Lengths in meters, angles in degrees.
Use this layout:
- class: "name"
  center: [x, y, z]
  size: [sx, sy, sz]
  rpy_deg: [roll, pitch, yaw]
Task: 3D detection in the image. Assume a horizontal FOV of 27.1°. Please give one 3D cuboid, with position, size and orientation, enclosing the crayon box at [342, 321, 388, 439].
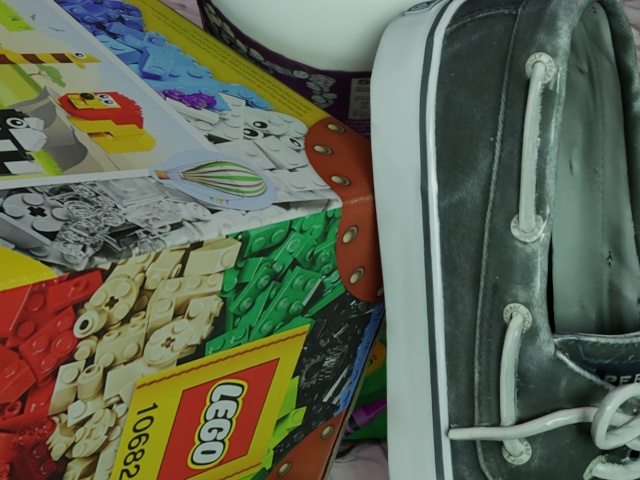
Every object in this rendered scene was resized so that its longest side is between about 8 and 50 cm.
- class: "crayon box"
  center: [0.000, 0.000, 0.793]
  size: [0.165, 0.081, 0.278]
  rpy_deg: [3, 32, -27]

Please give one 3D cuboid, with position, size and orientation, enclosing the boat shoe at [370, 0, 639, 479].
- class: "boat shoe"
  center: [0.098, 0.053, 0.521]
  size: [0.105, 0.306, 0.113]
  rpy_deg: [-1, 5, 43]

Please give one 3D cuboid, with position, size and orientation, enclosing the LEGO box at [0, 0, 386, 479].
- class: "LEGO box"
  center: [-0.269, -0.041, 0.587]
  size: [0.500, 0.193, 0.373]
  rpy_deg: [36, 33, 30]

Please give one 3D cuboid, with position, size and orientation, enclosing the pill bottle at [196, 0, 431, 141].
- class: "pill bottle"
  center: [0.017, -0.145, 0.647]
  size: [0.169, 0.169, 0.301]
  rpy_deg: [21, -12, 5]
